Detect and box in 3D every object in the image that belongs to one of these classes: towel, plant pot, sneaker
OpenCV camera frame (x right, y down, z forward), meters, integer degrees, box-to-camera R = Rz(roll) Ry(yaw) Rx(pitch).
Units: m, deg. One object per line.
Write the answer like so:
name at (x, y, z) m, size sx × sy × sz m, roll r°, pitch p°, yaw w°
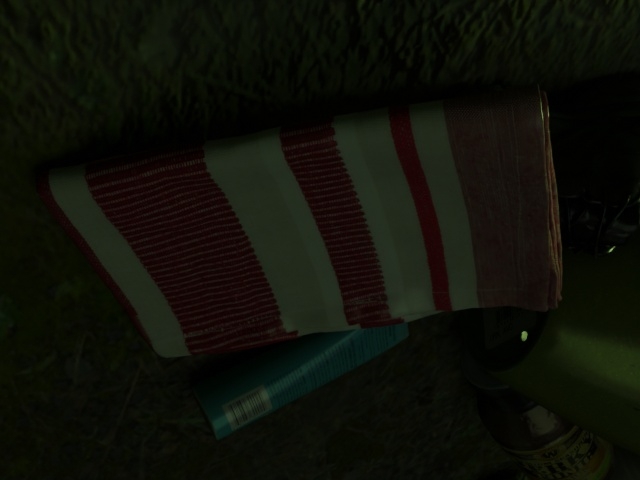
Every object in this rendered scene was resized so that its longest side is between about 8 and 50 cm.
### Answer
towel at (0.000, 0.000, 0.826) m, size 0.328 × 0.037 × 0.237 m, roll -9°, pitch 145°, yaw 9°
plant pot at (0.280, 0.067, 1.028) m, size 0.293 × 0.275 × 0.275 m, roll 11°, pitch 132°, yaw -26°
sneaker at (0.172, -0.045, 0.894) m, size 0.286 × 0.130 × 0.109 m, roll -12°, pitch 145°, yaw -19°

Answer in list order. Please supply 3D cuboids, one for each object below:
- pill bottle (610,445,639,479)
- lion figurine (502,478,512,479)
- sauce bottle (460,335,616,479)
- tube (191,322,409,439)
pill bottle at (0.511, 0.220, 1.392) m, size 0.363 × 0.210 × 0.210 m, roll -38°, pitch 144°, yaw 18°
lion figurine at (0.101, 0.436, 1.464) m, size 0.392 × 0.142 × 0.240 m, roll -8°, pitch 109°, yaw -15°
sauce bottle at (0.226, 0.181, 1.243) m, size 0.111 × 0.111 × 0.344 m, roll -33°, pitch 145°, yaw 9°
tube at (-0.010, 0.107, 1.049) m, size 0.207 × 0.052 × 0.080 m, roll -25°, pitch 151°, yaw -12°
